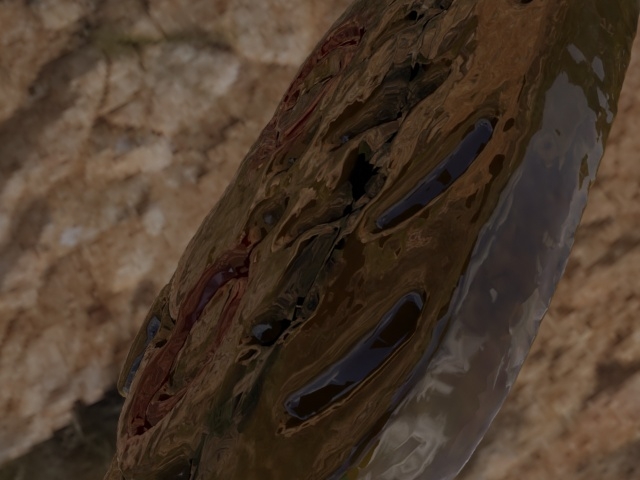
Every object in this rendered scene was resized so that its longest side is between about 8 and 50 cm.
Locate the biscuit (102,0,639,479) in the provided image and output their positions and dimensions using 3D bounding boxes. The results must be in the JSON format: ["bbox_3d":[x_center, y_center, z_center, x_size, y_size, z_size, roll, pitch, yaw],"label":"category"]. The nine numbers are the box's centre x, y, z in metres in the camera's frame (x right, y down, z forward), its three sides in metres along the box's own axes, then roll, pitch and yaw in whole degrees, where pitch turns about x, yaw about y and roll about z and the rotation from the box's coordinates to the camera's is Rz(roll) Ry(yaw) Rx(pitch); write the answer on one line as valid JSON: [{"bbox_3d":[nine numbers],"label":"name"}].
[{"bbox_3d":[-0.001,-0.001,0.644,0.063,0.367,0.314,36,145,-20],"label":"biscuit"}]
